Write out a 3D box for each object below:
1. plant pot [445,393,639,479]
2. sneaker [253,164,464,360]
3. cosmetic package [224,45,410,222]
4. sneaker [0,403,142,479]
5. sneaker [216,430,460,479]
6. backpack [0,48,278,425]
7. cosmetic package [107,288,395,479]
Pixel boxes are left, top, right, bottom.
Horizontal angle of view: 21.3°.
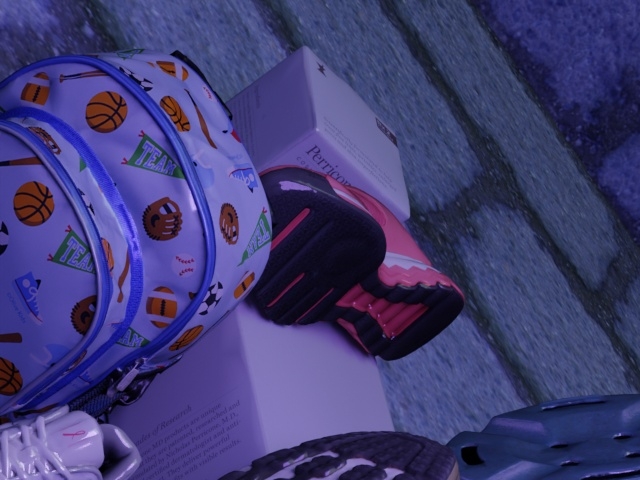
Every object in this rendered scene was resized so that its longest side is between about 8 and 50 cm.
[{"bbox_3d":[0.241,0.315,1.376,0.341,0.341,0.334,-31,116,-69],"label":"plant pot"},{"bbox_3d":[0.000,0.001,1.417,0.136,0.116,0.314,56,10,32],"label":"sneaker"},{"bbox_3d":[-0.032,-0.063,1.714,0.151,0.183,0.151,41,26,-32],"label":"cosmetic package"},{"bbox_3d":[-0.206,0.148,1.135,0.090,0.115,0.232,61,22,15],"label":"sneaker"},{"bbox_3d":[-0.041,0.293,1.106,0.410,0.158,0.182,-46,131,-28],"label":"sneaker"},{"bbox_3d":[-0.178,-0.010,1.217,0.276,0.263,0.213,56,20,1],"label":"backpack"},{"bbox_3d":[-0.048,0.174,1.388,0.217,0.156,0.385,37,27,-41],"label":"cosmetic package"}]
